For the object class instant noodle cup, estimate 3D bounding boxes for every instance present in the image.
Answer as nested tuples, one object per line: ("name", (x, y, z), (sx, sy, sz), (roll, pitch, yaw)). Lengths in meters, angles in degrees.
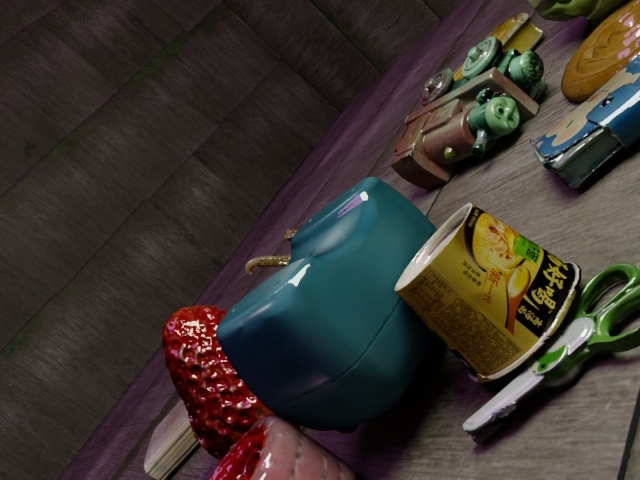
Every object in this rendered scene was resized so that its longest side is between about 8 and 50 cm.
("instant noodle cup", (0.154, 0.044, 0.564), (0.151, 0.122, 0.151), (-50, -3, -4))

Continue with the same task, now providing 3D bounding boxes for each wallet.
("wallet", (0.353, -0.153, 0.689), (0.202, 0.059, 0.141), (-42, 7, 22))

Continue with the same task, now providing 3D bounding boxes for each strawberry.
("strawberry", (-0.144, 0.202, 0.889), (0.205, 0.244, 0.205), (-44, 9, 9))

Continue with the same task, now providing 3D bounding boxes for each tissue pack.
("tissue pack", (-0.240, 0.338, 1.220), (0.325, 0.071, 0.170), (-48, 14, 3))
("tissue pack", (0.038, 0.079, 0.684), (0.198, 0.206, 0.287), (-36, 12, 41))

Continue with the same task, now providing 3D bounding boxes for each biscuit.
("biscuit", (0.460, -0.306, 0.842), (0.262, 0.037, 0.262), (-45, 12, 13))

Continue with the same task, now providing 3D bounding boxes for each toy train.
("toy train", (0.268, -0.226, 1.060), (0.221, 0.150, 0.304), (-64, 18, -19))

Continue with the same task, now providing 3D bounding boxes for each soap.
("soap", (0.365, -0.379, 1.302), (0.257, 0.080, 0.160), (-49, 11, -1))

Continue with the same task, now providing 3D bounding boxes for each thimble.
("thimble", (-0.052, 0.287, 0.589), (0.163, 0.125, 0.189), (-43, 13, 37))

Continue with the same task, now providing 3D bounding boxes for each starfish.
("starfish", (0.006, 0.008, 1.301), (0.327, 0.094, 0.375), (-38, 23, -24))

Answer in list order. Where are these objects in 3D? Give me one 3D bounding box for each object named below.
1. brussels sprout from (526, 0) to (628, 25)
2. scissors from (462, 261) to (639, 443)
("brussels sprout", (0.488, -0.533, 0.964), (0.328, 0.247, 0.328), (-40, 7, 6))
("scissors", (0.203, 0.101, 0.494), (0.204, 0.027, 0.101), (-45, 8, 13))
